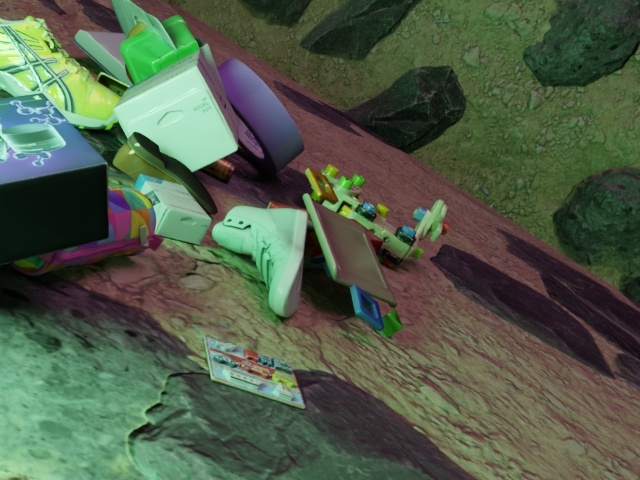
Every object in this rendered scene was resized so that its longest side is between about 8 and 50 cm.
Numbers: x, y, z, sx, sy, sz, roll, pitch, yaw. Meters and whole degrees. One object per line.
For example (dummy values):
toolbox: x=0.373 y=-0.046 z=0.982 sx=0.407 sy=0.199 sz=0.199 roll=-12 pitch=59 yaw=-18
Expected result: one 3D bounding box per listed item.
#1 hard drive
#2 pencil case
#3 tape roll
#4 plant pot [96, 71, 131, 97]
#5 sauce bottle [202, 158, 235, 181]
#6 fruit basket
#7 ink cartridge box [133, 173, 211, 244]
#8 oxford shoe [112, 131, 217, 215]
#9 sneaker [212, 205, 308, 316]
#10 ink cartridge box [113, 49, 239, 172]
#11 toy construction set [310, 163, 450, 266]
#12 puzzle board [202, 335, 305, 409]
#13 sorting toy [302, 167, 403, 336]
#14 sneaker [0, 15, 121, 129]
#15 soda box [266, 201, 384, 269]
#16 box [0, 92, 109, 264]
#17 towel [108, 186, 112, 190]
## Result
hard drive: x=-0.492 y=-0.465 z=2.195 sx=0.210 sy=0.040 sz=0.319 roll=42 pitch=15 yaw=-2
pencil case: x=-0.298 y=-0.016 z=1.069 sx=0.104 sy=0.104 sz=0.236 roll=33 pitch=17 yaw=16
tape roll: x=-0.159 y=-0.287 z=1.954 sx=0.275 sy=0.090 sz=0.275 roll=47 pitch=-11 yaw=12
plant pot: x=-0.438 y=-0.302 z=1.774 sx=0.081 sy=0.082 sz=0.083 roll=26 pitch=7 yaw=-9
sauce bottle: x=-0.242 y=-0.167 z=1.761 sx=0.128 sy=0.042 sz=0.042 roll=25 pitch=16 yaw=-6
fruit basket: x=-0.345 y=-0.384 z=1.842 sx=0.353 sy=0.165 sz=0.327 roll=47 pitch=-19 yaw=51
ink cartridge box: x=-0.243 y=-0.050 z=1.356 sx=0.088 sy=0.052 sz=0.122 roll=15 pitch=19 yaw=-40
oxford shoe: x=-0.268 y=-0.101 z=1.457 sx=0.212 sy=0.076 sz=0.076 roll=39 pitch=16 yaw=-32
sneaker: x=-0.101 y=0.030 z=1.323 sx=0.151 sy=0.094 sz=0.256 roll=6 pitch=31 yaw=-2
ink cartridge box: x=-0.263 y=-0.233 z=1.577 sx=0.168 sy=0.171 sz=0.233 roll=62 pitch=5 yaw=-20
toy construction set: x=0.128 y=-0.050 z=1.874 sx=0.327 sy=0.151 sz=0.215 roll=17 pitch=16 yaw=-2
puzzle board: x=-0.082 y=0.162 z=1.041 sx=0.128 sy=0.011 sz=0.096 roll=22 pitch=17 yaw=-23
sorting toy: x=0.042 y=0.025 z=1.448 sx=0.196 sy=0.047 sz=0.348 roll=30 pitch=31 yaw=-47
sneaker: x=-0.526 y=-0.330 z=1.574 sx=0.384 sy=0.147 sz=0.145 roll=24 pitch=14 yaw=-21
soda box: x=0.000 y=0.000 z=1.572 sx=0.092 sy=0.083 sz=0.263 roll=40 pitch=19 yaw=35
box: x=-0.378 y=-0.057 z=0.867 sx=0.261 sy=0.103 sz=0.184 roll=-17 pitch=39 yaw=-34
towel: x=-0.385 y=-0.093 z=1.229 sx=0.144 sy=0.029 sz=0.197 roll=44 pitch=11 yaw=-6
